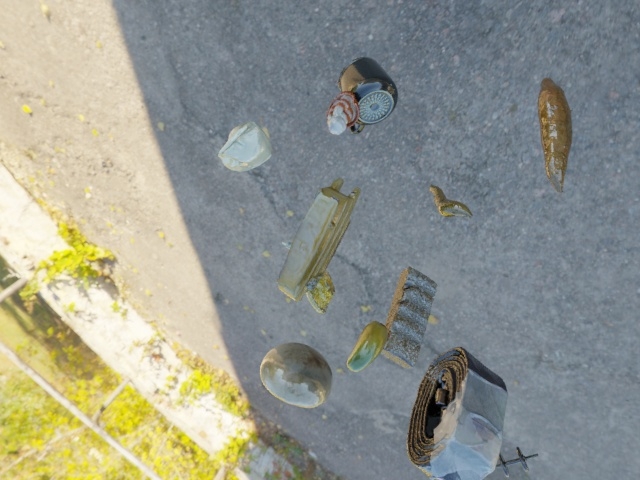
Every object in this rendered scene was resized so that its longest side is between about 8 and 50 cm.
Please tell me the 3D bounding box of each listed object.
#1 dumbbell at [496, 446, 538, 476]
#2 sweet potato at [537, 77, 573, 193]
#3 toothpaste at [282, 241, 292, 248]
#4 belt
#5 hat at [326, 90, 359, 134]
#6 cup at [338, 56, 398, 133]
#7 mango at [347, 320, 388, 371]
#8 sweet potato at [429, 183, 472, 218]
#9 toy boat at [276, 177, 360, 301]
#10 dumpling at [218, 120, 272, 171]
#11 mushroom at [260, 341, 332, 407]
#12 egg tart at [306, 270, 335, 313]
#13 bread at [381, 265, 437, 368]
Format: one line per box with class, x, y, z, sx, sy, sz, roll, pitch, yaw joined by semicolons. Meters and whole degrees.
dumbbell;0.562;0.646;1.261;0.147;0.069;0.069;-25;113;16
sweet potato;0.528;-0.250;0.963;0.072;0.315;0.066;-11;154;33
toothpaste;-0.082;0.045;1.922;0.197;0.048;0.029;21;129;13
belt;0.308;0.394;0.953;0.164;0.289;0.184;39;141;-10
hat;0.055;-0.353;1.233;0.093;0.162;0.112;34;126;-2
cup;0.135;-0.454;1.375;0.223;0.169;0.177;119;141;-47
mango;0.162;0.368;1.494;0.091;0.195;0.130;40;170;0
sweet potato;0.406;-0.122;1.419;0.059;0.249;0.069;29;106;-26
toy boat;0.000;0.000;1.032;0.089;0.115;0.311;27;97;25
dumpling;-0.260;-0.314;1.504;0.131;0.179;0.252;49;180;14
mushroom;-0.071;0.413;1.303;0.226;0.226;0.178;19;103;20
egg tart;-0.010;0.207;2.129;0.120;0.315;0.315;-24;115;10
bread;0.382;0.329;1.885;0.165;0.417;0.113;28;151;-8
